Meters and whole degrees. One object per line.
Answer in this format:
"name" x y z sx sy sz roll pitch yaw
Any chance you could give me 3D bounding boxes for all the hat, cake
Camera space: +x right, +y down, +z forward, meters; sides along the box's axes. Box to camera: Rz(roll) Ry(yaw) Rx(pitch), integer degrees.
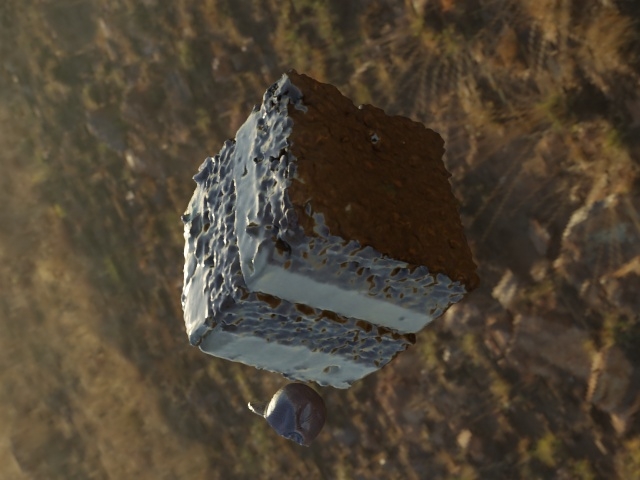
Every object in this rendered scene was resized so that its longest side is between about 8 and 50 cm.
"hat" -0.021 0.133 0.859 0.058 0.042 0.087 35 176 -6
"cake" 0.000 0.000 1.311 0.290 0.282 0.255 -47 36 41
